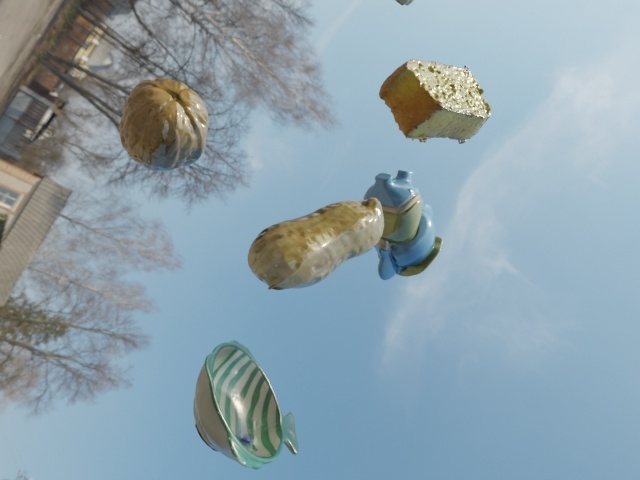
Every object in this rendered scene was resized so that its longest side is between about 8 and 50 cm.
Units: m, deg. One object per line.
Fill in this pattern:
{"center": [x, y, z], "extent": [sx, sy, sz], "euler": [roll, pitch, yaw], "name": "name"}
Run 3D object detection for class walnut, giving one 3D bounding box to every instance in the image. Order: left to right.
{"center": [-0.355, -0.256, 0.915], "extent": [0.213, 0.213, 0.213], "euler": [-27, -133, 33], "name": "walnut"}

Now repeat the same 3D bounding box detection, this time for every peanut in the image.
{"center": [0.000, 0.000, 0.511], "extent": [0.214, 0.099, 0.099], "euler": [-31, -155, -33], "name": "peanut"}

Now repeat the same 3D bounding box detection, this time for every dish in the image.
{"center": [-0.134, 0.280, 0.650], "extent": [0.078, 0.246, 0.224], "euler": [-32, -149, 7], "name": "dish"}

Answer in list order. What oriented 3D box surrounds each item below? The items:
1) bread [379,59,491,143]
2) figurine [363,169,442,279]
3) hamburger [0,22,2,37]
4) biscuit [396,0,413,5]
{"center": [0.171, -0.195, 0.560], "extent": [0.065, 0.187, 0.103], "euler": [-42, -118, 47], "name": "bread"}
{"center": [0.172, -0.039, 0.832], "extent": [0.154, 0.262, 0.180], "euler": [0, -145, 19], "name": "figurine"}
{"center": [-0.401, -0.240, 0.403], "extent": [0.166, 0.137, 0.087], "euler": [21, -111, 37], "name": "hamburger"}
{"center": [0.119, -0.479, 0.691], "extent": [0.061, 0.118, 0.183], "euler": [-46, -117, 40], "name": "biscuit"}
